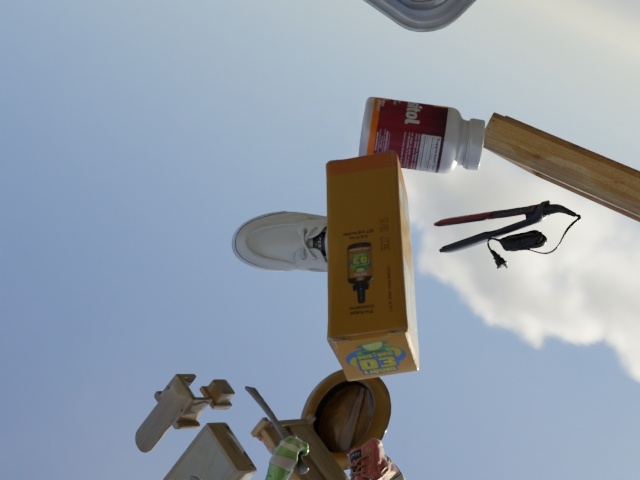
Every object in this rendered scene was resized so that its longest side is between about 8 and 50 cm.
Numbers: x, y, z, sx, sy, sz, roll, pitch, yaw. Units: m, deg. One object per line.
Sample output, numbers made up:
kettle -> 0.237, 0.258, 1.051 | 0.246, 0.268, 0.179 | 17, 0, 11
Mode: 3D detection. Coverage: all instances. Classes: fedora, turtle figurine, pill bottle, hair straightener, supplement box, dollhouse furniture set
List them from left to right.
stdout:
dollhouse furniture set -> -0.098, 0.386, 2.362 | 0.356, 0.174, 0.303 | 7, -142, -51
turtle figurine -> -0.034, 0.344, 1.852 | 0.266, 0.197, 0.274 | 26, -167, -6
fedora -> 0.056, 0.327, 2.514 | 0.194, 0.194, 0.079 | 34, 176, 36
supplement box -> 0.050, 0.022, 1.379 | 0.078, 0.080, 0.233 | -8, -133, 10
pill bottle -> 0.127, -0.130, 1.757 | 0.152, 0.086, 0.086 | 8, -168, 2
hair straightener -> 0.274, -0.004, 2.030 | 0.230, 0.089, 0.047 | -10, 177, 33

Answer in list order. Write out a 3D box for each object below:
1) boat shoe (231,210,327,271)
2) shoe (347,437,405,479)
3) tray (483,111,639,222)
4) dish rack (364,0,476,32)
boat shoe -> 0.000, 0.000, 2.048 | 0.258, 0.095, 0.084 | -3, 179, -6
shoe -> 0.060, 0.339, 2.006 | 0.081, 0.063, 0.178 | 59, -157, 9
tray -> 0.491, -0.103, 2.431 | 0.411, 0.076, 0.203 | 28, -176, 41
dish rack -> 0.107, -0.436, 1.736 | 0.333, 0.285, 0.072 | 40, 167, 26
